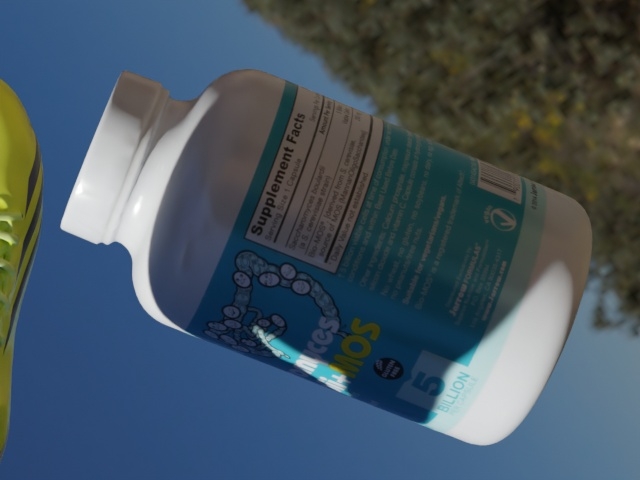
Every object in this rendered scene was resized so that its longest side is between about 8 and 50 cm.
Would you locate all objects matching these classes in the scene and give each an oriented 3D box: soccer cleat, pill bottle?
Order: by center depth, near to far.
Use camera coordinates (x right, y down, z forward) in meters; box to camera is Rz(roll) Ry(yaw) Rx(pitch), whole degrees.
[{"bbox_3d":[0.000,0.000,1.006,0.264,0.146,0.146,22,-166,-5],"label":"pill bottle"},{"bbox_3d":[-0.214,0.043,1.131,0.093,0.289,0.121,4,-160,-21],"label":"soccer cleat"}]
